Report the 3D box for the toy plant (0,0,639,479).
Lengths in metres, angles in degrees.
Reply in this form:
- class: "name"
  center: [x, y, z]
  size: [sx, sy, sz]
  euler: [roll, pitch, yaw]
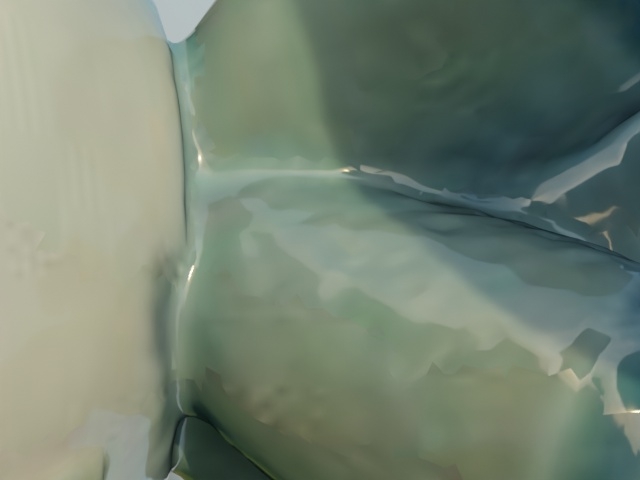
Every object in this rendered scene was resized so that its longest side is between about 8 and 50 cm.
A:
- class: "toy plant"
  center: [0.000, 0.000, 0.467]
  size: [0.247, 0.332, 0.247]
  euler: [179, -90, -80]
